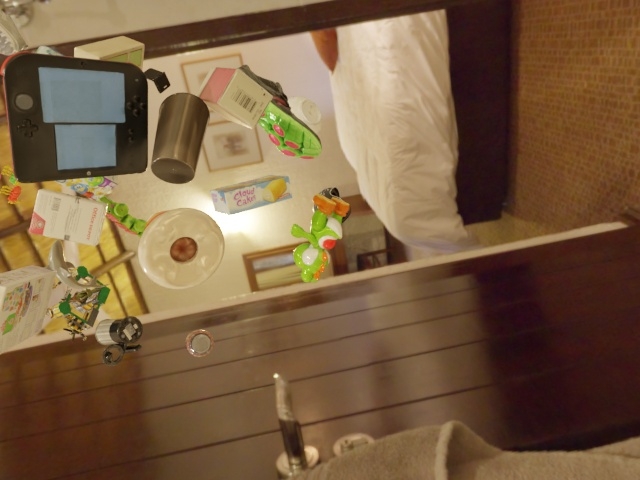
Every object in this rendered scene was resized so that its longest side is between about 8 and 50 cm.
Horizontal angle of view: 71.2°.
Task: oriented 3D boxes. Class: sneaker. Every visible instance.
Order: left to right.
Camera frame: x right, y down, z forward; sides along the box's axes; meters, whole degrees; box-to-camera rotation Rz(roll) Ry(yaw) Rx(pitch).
[{"bbox_3d":[-1.192,-0.805,1.624,0.281,0.105,0.115,60,-162,-16],"label":"sneaker"},{"bbox_3d":[-0.168,-0.516,1.763,0.185,0.483,0.202,-32,21,54],"label":"sneaker"}]

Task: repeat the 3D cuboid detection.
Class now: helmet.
[{"bbox_3d":[0.046,-0.159,2.083,0.161,0.169,0.169,41,159,25],"label":"helmet"}]

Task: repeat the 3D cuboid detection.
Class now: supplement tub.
[{"bbox_3d":[-0.481,0.408,1.778,0.198,0.106,0.106,146,113,-68],"label":"supplement tub"}]

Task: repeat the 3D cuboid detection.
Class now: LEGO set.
[{"bbox_3d":[-1.194,0.305,2.159,0.255,0.192,0.331,46,-151,-45],"label":"LEGO set"}]

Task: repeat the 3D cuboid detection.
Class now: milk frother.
[{"bbox_3d":[-0.644,0.311,1.384,0.143,0.134,0.129,-21,-83,-55],"label":"milk frother"}]

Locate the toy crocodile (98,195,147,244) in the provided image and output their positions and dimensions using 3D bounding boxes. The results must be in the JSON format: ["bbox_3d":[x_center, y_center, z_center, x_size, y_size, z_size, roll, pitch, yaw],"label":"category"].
[{"bbox_3d":[-0.973,-0.103,2.217,0.105,0.115,0.340,-61,-40,-22],"label":"toy crocodile"}]

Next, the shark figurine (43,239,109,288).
[{"bbox_3d":[-1.050,0.148,1.890,0.278,0.116,0.166,56,-133,-34],"label":"shark figurine"}]

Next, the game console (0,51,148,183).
[{"bbox_3d":[-0.683,-0.347,1.294,0.060,0.386,0.342,20,114,37],"label":"game console"}]

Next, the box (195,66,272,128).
[{"bbox_3d":[-0.288,-0.470,1.464,0.148,0.127,0.232,30,-178,-37],"label":"box"}]

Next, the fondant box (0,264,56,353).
[{"bbox_3d":[-1.019,0.225,1.475,0.330,0.096,0.238,-147,73,-81],"label":"fondant box"}]

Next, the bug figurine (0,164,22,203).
[{"bbox_3d":[-1.397,-0.226,1.950,0.216,0.072,0.279,-54,0,20],"label":"bug figurine"}]

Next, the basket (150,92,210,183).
[{"bbox_3d":[-0.436,-0.300,1.375,0.204,0.154,0.227,-39,43,49],"label":"basket"}]

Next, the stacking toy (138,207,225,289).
[{"bbox_3d":[-0.658,-0.022,1.985,0.480,0.350,0.351,31,137,54],"label":"stacking toy"}]

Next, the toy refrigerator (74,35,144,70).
[{"bbox_3d":[-0.699,-0.603,1.504,0.269,0.094,0.102,-71,2,-57],"label":"toy refrigerator"}]

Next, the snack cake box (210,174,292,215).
[{"bbox_3d":[-0.258,-0.174,1.676,0.152,0.264,0.089,17,121,54],"label":"snack cake box"}]

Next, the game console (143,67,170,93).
[{"bbox_3d":[-0.814,-0.789,2.209,0.122,0.071,0.107,-75,-28,-50],"label":"game console"}]

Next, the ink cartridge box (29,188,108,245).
[{"bbox_3d":[-0.900,-0.083,1.612,0.092,0.217,0.159,-155,80,-69],"label":"ink cartridge box"}]

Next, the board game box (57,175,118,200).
[{"bbox_3d":[-1.014,-0.308,1.868,0.275,0.142,0.144,37,-155,-54],"label":"board game box"}]

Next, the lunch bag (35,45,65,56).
[{"bbox_3d":[-1.002,-0.633,1.735,0.219,0.176,0.090,28,-118,-38],"label":"lunch bag"}]

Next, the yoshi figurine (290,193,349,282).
[{"bbox_3d":[-0.023,-0.011,1.849,0.203,0.203,0.362,-70,-1,-77],"label":"yoshi figurine"}]

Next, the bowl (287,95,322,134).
[{"bbox_3d":[-0.090,-0.679,2.468,0.134,0.297,0.298,-21,77,45],"label":"bowl"}]
